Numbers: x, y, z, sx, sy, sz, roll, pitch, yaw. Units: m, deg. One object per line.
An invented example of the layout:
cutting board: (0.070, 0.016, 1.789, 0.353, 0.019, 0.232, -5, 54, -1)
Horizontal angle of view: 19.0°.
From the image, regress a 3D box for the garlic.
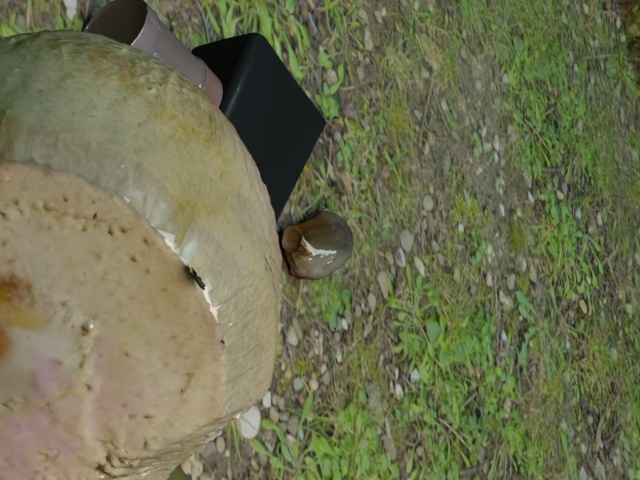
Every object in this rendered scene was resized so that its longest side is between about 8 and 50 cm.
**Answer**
garlic: (0.007, 0.000, 2.442, 0.152, 0.066, 0.084, -33, 106, -55)

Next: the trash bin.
trash bin: (-0.104, -0.104, 2.253, 0.165, 0.115, 0.225, 53, 41, -35)

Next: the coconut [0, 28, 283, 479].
coconut: (-0.225, 0.011, 1.605, 0.404, 0.405, 0.404, 26, 58, -53)

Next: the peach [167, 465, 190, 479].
peach: (-0.235, 0.307, 1.758, 0.247, 0.292, 0.292, 26, 51, -11)

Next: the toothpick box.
toothpick box: (-0.190, -0.192, 2.152, 0.149, 0.098, 0.098, 46, 44, -41)
